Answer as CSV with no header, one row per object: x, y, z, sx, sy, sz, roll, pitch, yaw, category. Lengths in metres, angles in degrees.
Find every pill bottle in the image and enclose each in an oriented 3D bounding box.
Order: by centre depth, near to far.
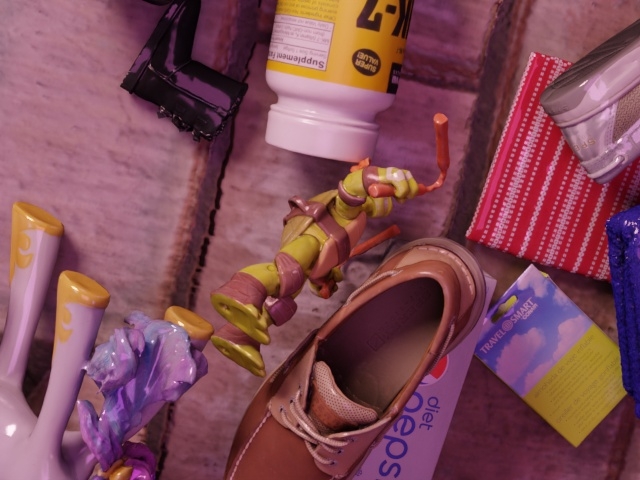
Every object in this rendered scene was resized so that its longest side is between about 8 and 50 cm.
0.017,-0.180,0.877,0.119,0.119,0.208,8,101,-12,pill bottle

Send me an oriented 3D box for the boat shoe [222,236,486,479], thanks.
0.012,0.130,0.856,0.123,0.116,0.324,37,102,9,boat shoe

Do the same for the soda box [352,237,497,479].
0.074,0.148,0.966,0.091,0.098,0.286,15,98,-11,soda box

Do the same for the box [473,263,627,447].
0.232,0.114,1.015,0.178,0.042,0.109,42,91,-15,box

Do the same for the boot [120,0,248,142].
-0.111,-0.155,0.897,0.099,0.045,0.121,31,102,-12,boot

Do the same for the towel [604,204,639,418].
0.421,0.034,0.993,0.308,0.076,0.227,-18,106,-19,towel

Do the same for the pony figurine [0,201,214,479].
-0.244,0.198,0.859,0.351,0.303,0.363,32,99,17,pony figurine

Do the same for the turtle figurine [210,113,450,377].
0.000,0.000,0.828,0.087,0.269,0.217,43,61,4,turtle figurine

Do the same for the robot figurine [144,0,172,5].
-0.131,-0.335,0.794,0.209,0.173,0.278,12,100,-30,robot figurine

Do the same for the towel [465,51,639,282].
0.299,-0.056,0.999,0.275,0.031,0.198,16,98,-12,towel

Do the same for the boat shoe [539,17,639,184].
0.354,-0.176,0.926,0.320,0.118,0.103,-34,101,-11,boat shoe
